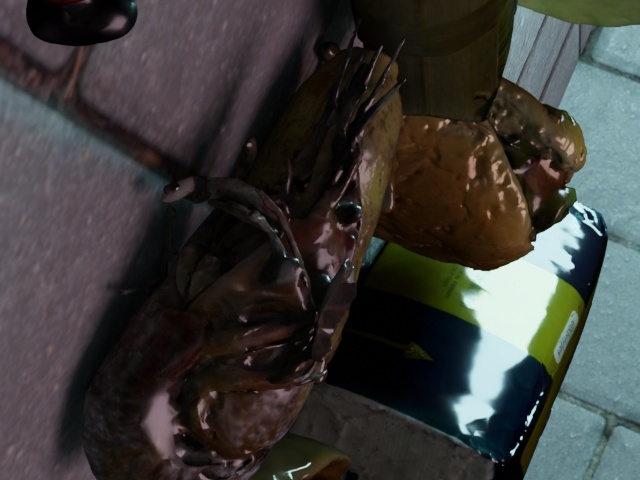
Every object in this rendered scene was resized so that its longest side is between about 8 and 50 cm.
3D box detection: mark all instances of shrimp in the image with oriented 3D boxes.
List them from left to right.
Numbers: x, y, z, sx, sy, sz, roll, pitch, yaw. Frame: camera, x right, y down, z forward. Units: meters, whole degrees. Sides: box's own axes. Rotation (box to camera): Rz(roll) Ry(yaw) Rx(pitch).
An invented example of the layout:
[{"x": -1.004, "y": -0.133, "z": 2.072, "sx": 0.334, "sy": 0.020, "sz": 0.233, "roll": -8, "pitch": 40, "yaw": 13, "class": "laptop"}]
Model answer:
[{"x": -0.044, "y": 0.012, "z": 0.781, "sx": 0.343, "sy": 0.145, "sz": 0.116, "roll": -63, "pitch": -168, "yaw": 1, "class": "shrimp"}]

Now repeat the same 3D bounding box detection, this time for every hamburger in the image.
[{"x": 0.142, "y": -0.063, "z": 1.187, "sx": 0.162, "sy": 0.209, "sz": 0.330, "roll": -65, "pitch": 164, "yaw": -12, "class": "hamburger"}]

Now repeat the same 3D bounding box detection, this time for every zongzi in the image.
[{"x": 0.093, "y": -0.259, "z": 0.912, "sx": 0.251, "sy": 0.125, "sz": 0.274, "roll": 75, "pitch": 25, "yaw": -65, "class": "zongzi"}]

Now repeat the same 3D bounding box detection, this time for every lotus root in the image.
[{"x": -0.014, "y": -0.015, "z": 0.888, "sx": 0.097, "sy": 0.110, "sz": 0.259, "roll": 22, "pitch": 85, "yaw": -55, "class": "lotus root"}]

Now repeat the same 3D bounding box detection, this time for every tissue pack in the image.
[{"x": 0.148, "y": 0.137, "z": 1.422, "sx": 0.264, "sy": 0.253, "sz": 0.416, "roll": 99, "pitch": 18, "yaw": -44, "class": "tissue pack"}]

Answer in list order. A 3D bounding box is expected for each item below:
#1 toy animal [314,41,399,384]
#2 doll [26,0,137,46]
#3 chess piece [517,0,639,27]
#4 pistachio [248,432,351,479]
[{"x": 0.000, "y": 0.000, "z": 1.028, "sx": 0.157, "sy": 0.097, "sz": 0.312, "roll": -55, "pitch": 163, "yaw": -81, "class": "toy animal"}, {"x": -0.084, "y": -0.185, "z": 0.408, "sx": 0.088, "sy": 0.127, "sz": 0.249, "roll": -22, "pitch": 142, "yaw": -22, "class": "doll"}, {"x": 0.293, "y": -0.437, "z": 1.142, "sx": 0.234, "sy": 0.234, "sz": 0.442, "roll": 52, "pitch": 59, "yaw": -74, "class": "chess piece"}, {"x": -0.048, "y": 0.252, "z": 1.055, "sx": 0.197, "sy": 0.166, "sz": 0.288, "roll": -27, "pitch": 158, "yaw": 3, "class": "pistachio"}]
